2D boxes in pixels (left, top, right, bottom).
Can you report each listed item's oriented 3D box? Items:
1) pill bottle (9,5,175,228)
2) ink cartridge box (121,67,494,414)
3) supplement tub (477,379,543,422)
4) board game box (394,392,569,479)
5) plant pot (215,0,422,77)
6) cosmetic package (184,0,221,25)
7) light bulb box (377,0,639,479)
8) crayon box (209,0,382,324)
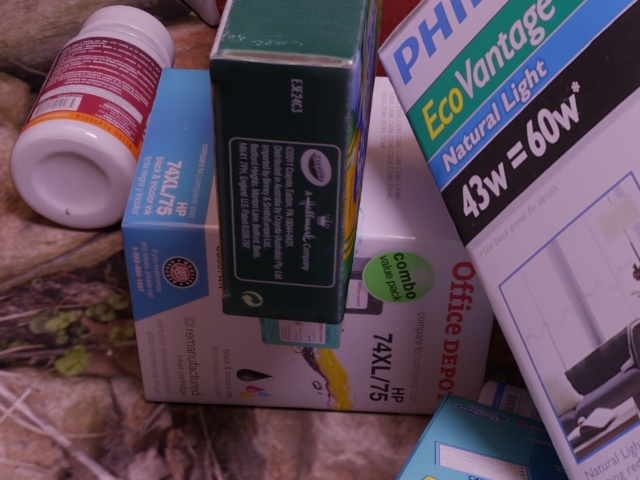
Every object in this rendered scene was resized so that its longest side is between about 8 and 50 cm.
[{"bbox_3d":[-0.208,-0.124,1.133,0.121,0.121,0.221,5,43,4],"label":"pill bottle"},{"bbox_3d":[0.000,0.000,0.945,0.270,0.198,0.197,2,43,2],"label":"ink cartridge box"},{"bbox_3d":[0.166,0.149,0.880,0.107,0.071,0.071,14,44,13],"label":"supplement tub"},{"bbox_3d":[0.156,0.201,0.677,0.253,0.079,0.336,15,12,13],"label":"board game box"},{"bbox_3d":[0.041,-0.237,1.171,0.235,0.267,0.267,-9,41,13],"label":"plant pot"},{"bbox_3d":[-0.001,-0.425,1.398,0.385,0.217,0.156,-23,48,-25],"label":"cosmetic package"},{"bbox_3d":[0.282,-0.030,0.749,0.358,0.225,0.361,3,54,-39],"label":"light bulb box"},{"bbox_3d":[-0.004,-0.132,0.792,0.083,0.203,0.323,5,44,3],"label":"crayon box"}]
